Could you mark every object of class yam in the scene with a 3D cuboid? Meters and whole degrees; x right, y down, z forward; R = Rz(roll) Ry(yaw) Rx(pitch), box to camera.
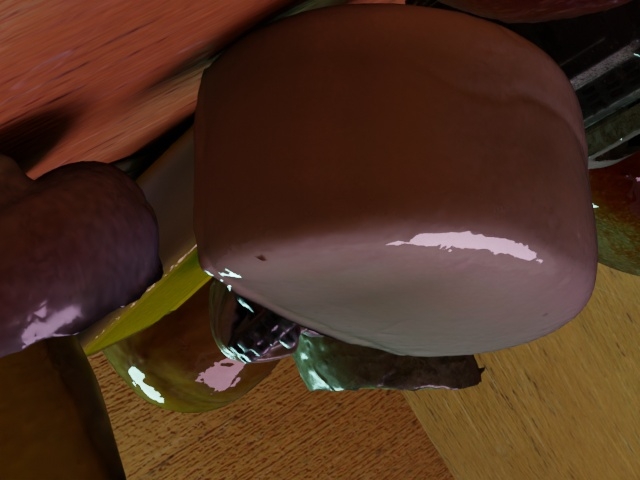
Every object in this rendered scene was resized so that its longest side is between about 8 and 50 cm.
[{"bbox_3d":[0.023,0.018,1.798,0.168,0.304,0.168,-22,-176,2],"label":"yam"}]

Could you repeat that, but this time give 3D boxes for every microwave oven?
[{"bbox_3d":[0.169,-0.136,1.139,0.129,0.163,0.205,-32,180,-38],"label":"microwave oven"}]

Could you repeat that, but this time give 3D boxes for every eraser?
[{"bbox_3d":[-0.088,-0.016,1.330,0.226,0.069,0.158,-41,175,26],"label":"eraser"}]

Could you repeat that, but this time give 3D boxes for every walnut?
[{"bbox_3d":[-0.099,0.038,1.929,0.203,0.203,0.298,-31,-162,48],"label":"walnut"}]

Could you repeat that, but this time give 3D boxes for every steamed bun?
[{"bbox_3d":[0.057,-0.029,1.042,0.164,0.146,0.242,-15,156,30],"label":"steamed bun"}]

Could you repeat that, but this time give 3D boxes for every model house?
[{"bbox_3d":[-0.250,0.140,1.190,0.234,0.193,0.175,-24,172,-17],"label":"model house"}]

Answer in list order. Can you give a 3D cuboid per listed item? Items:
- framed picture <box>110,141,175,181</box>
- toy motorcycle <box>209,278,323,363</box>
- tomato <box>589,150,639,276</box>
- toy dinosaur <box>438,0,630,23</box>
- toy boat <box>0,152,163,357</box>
[{"bbox_3d":[-0.183,-0.009,1.329,0.197,0.014,0.252,-32,180,20],"label":"framed picture"},{"bbox_3d":[0.000,0.000,1.280,0.229,0.094,0.130,-50,-175,-31],"label":"toy motorcycle"},{"bbox_3d":[0.248,-0.118,1.656,0.239,0.303,0.303,-4,-161,43],"label":"tomato"},{"bbox_3d":[0.153,-0.179,0.806,0.207,0.113,0.327,-2,153,-29],"label":"toy dinosaur"},{"bbox_3d":[-0.157,0.001,0.909,0.155,0.085,0.227,-23,-171,-14],"label":"toy boat"}]
